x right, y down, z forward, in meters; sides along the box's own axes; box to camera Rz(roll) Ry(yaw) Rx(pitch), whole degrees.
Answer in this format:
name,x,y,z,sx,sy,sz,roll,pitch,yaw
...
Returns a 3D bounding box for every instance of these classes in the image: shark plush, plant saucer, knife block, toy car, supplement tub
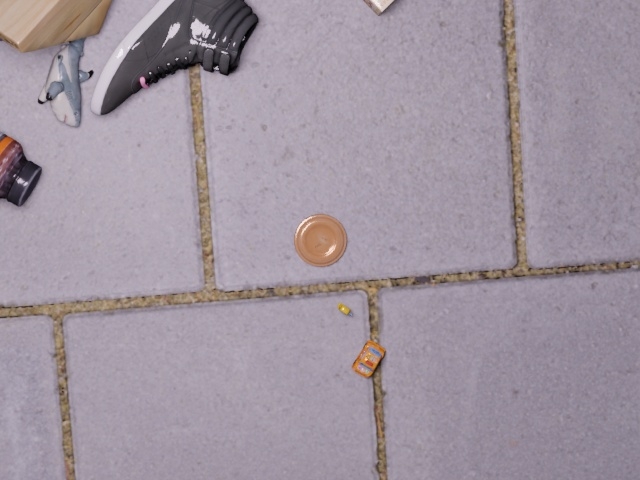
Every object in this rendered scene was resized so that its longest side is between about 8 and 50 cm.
name,x,y,z,sx,sy,sz,roll,pitch,yaw
shark plush,-0.383,-0.259,1.812,0.067,0.073,0.161,18,72,-24
plant saucer,0.000,0.000,1.857,0.083,0.013,0.083,0,94,-3
knife block,-0.350,-0.410,1.693,0.088,0.275,0.242,34,119,13
toy car,0.052,0.161,1.858,0.060,0.040,0.122,-40,96,0
supplement tub,-0.523,-0.127,1.771,0.198,0.106,0.106,30,92,-5

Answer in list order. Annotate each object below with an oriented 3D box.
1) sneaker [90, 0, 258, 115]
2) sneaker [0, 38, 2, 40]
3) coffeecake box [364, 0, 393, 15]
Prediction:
name,x,y,z,sx,sy,sz,roll,pitch,yaw
sneaker,-0.212,-0.275,1.777,0.147,0.104,0.296,40,87,0
sneaker,-0.582,-0.306,1.716,0.315,0.182,0.127,-31,94,-1
coffeecake box,0.079,-0.462,1.801,0.142,0.068,0.185,-44,95,1
